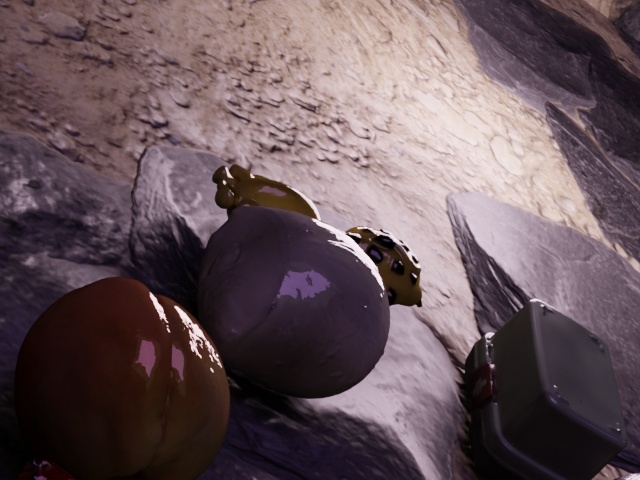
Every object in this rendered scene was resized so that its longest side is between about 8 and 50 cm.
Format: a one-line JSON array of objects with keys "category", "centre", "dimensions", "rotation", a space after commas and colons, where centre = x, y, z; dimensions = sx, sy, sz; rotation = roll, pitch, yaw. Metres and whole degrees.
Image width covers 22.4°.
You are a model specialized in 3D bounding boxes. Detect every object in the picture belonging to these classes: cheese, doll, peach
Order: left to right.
[{"category": "peach", "centre": [-0.164, 0.121, 1.326], "dimensions": [0.184, 0.184, 0.184], "rotation": [29, 30, -19]}, {"category": "cheese", "centre": [-0.023, 0.062, 1.593], "dimensions": [0.189, 0.154, 0.198], "rotation": [34, 28, -23]}, {"category": "doll", "centre": [0.000, 0.001, 1.774], "dimensions": [0.291, 0.086, 0.117], "rotation": [25, 28, -30]}]

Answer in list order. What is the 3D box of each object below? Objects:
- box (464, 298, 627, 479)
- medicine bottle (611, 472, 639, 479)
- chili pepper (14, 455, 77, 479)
[{"category": "box", "centre": [0.245, 0.179, 1.768], "dimensions": [0.148, 0.129, 0.210], "rotation": [31, 29, -19]}, {"category": "medicine bottle", "centre": [0.268, 0.328, 1.552], "dimensions": [0.165, 0.165, 0.273], "rotation": [50, 29, 17]}, {"category": "chili pepper", "centre": [-0.154, 0.288, 1.176], "dimensions": [0.252, 0.136, 0.144], "rotation": [41, 1, -14]}]
